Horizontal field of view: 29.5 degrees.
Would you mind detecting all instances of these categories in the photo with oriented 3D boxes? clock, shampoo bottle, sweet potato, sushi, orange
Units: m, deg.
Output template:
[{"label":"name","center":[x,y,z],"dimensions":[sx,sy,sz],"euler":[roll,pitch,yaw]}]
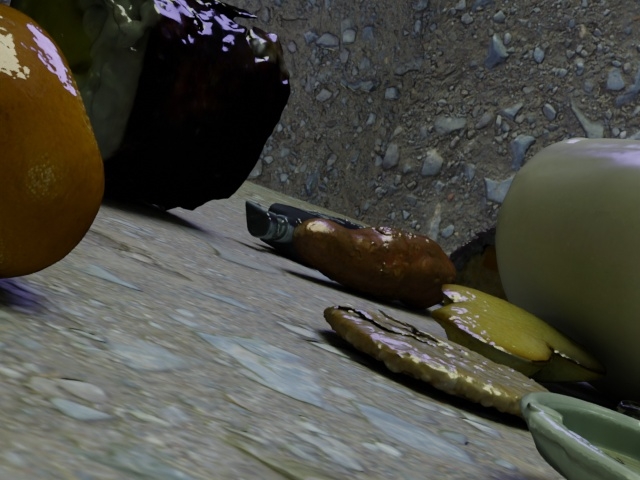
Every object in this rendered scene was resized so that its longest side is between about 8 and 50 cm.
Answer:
[{"label":"clock","center":[0.213,0.155,0.672],"dimensions":[0.236,0.053,0.236],"euler":[22,6,-2]},{"label":"shampoo bottle","center":[0.000,0.000,1.652],"dimensions":[0.098,0.071,0.309],"euler":[27,8,31]},{"label":"sweet potato","center":[0.095,0.032,1.523],"dimensions":[0.106,0.095,0.354],"euler":[29,9,34]},{"label":"sushi","center":[0.272,0.071,1.789],"dimensions":[0.107,0.161,0.241],"euler":[-7,-21,-40]},{"label":"orange","center":[-0.193,-0.052,0.664],"dimensions":[0.136,0.159,0.159],"euler":[-24,15,-10]},{"label":"sushi","center":[-0.221,-0.187,1.458],"dimensions":[0.299,0.281,0.294],"euler":[7,-5,33]}]

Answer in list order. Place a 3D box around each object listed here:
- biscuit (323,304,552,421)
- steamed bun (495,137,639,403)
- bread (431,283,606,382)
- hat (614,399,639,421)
[{"label":"biscuit","center":[0.102,0.101,1.006],"dimensions":[0.220,0.033,0.220],"euler":[23,4,-2]},{"label":"steamed bun","center":[0.425,0.075,1.361],"dimensions":[0.456,0.290,0.371],"euler":[26,-4,-32]},{"label":"bread","center":[0.195,0.113,1.220],"dimensions":[0.187,0.065,0.149],"euler":[25,14,0]},{"label":"hat","center":[0.242,0.151,0.925],"dimensions":[0.121,0.050,0.121],"euler":[24,1,-1]}]
